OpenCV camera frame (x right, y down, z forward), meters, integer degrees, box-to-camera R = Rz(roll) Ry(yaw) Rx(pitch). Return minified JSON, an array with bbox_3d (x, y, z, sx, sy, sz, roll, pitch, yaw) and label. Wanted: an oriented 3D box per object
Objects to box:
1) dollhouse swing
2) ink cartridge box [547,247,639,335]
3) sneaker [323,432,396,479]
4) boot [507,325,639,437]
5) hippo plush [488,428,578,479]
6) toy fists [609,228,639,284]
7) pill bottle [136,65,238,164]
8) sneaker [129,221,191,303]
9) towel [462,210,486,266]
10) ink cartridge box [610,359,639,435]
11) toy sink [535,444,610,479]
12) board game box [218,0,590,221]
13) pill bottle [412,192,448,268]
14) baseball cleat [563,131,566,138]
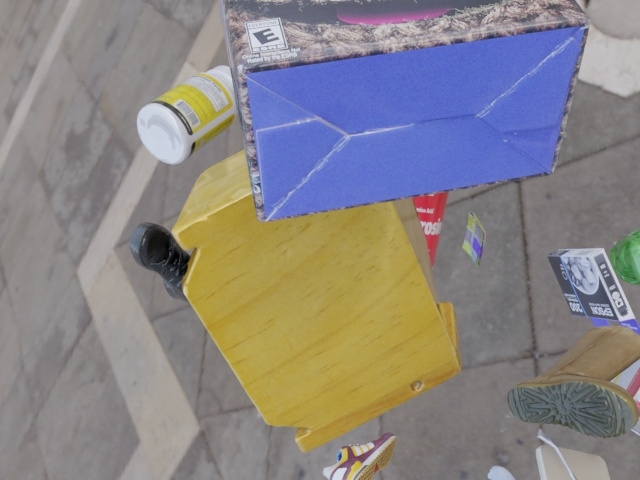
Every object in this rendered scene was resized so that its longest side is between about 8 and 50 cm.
[{"bbox_3d":[0.000,0.000,0.993,0.315,0.347,0.305,-27,30,-1],"label":"dollhouse swing"},{"bbox_3d":[0.584,0.117,1.657,0.045,0.208,0.206,-27,2,-8],"label":"ink cartridge box"},{"bbox_3d":[0.080,0.420,1.517,0.083,0.185,0.070,20,114,27],"label":"sneaker"},{"bbox_3d":[0.472,0.218,1.286,0.236,0.269,0.089,-1,106,52],"label":"boot"},{"bbox_3d":[0.188,0.299,0.488,0.294,0.236,0.234,43,152,17],"label":"hippo plush"},{"bbox_3d":[0.540,0.014,1.041,0.142,0.279,0.096,81,-174,-76],"label":"toy fists"},{"bbox_3d":[-0.232,-0.240,1.446,0.119,0.119,0.208,-21,18,46],"label":"pill bottle"},{"bbox_3d":[-0.142,0.041,0.876,0.089,0.170,0.051,16,63,25],"label":"sneaker"},{"bbox_3d":[0.258,-0.003,1.304,0.060,0.009,0.083,-116,20,-45],"label":"towel"},{"bbox_3d":[0.749,0.344,1.590,0.279,0.385,0.160,31,84,12],"label":"ink cartridge box"},{"bbox_3d":[0.416,0.495,1.334,0.131,0.152,0.234,-51,31,44],"label":"toy sink"},{"bbox_3d":[0.038,-0.180,0.621,0.141,0.231,0.291,87,171,-48],"label":"board game box"},{"bbox_3d":[0.192,-0.106,1.878,0.229,0.228,0.408,24,107,55],"label":"pill bottle"},{"bbox_3d":[0.334,-0.163,1.321,0.206,0.109,0.072,-168,84,-68],"label":"baseball cleat"}]
